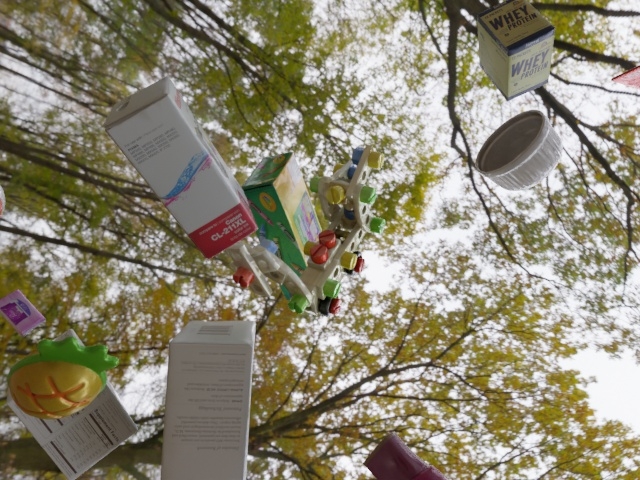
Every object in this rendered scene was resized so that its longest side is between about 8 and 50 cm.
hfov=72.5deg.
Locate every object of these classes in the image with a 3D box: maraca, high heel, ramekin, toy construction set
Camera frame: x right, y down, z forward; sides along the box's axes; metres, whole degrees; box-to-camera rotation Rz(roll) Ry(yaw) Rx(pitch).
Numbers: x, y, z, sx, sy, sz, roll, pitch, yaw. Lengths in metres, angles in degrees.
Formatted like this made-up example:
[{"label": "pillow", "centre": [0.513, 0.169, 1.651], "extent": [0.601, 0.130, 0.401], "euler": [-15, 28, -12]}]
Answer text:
[{"label": "maraca", "centre": [-0.373, 0.195, 0.634], "extent": [0.185, 0.127, 0.099], "euler": [-43, -140, 28]}, {"label": "high heel", "centre": [0.096, 0.544, 0.784], "extent": [0.181, 0.127, 0.377], "euler": [40, -68, 34]}, {"label": "ramekin", "centre": [0.526, -0.228, 1.148], "extent": [0.207, 0.109, 0.207], "euler": [-47, -161, 22]}, {"label": "toy construction set", "centre": [0.000, 0.000, 0.747], "extent": [0.151, 0.215, 0.327], "euler": [30, -124, 33]}]

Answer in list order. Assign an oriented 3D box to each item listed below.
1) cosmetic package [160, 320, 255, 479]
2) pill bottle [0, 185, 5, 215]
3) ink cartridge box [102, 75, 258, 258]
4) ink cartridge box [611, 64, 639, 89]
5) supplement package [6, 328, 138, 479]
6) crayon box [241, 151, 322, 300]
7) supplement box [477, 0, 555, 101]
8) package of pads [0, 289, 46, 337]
[{"label": "cosmetic package", "centre": [-0.215, 0.368, 0.861], "extent": [0.217, 0.156, 0.386], "euler": [-167, -101, -83]}, {"label": "pill bottle", "centre": [-0.383, 0.010, 0.396], "extent": [0.108, 0.108, 0.194], "euler": [-39, -142, 30]}, {"label": "ink cartridge box", "centre": [-0.154, -0.086, 0.502], "extent": [0.072, 0.175, 0.127], "euler": [-30, -147, -1]}, {"label": "ink cartridge box", "centre": [0.577, -0.224, 0.553], "extent": [0.275, 0.238, 0.060], "euler": [-20, -106, 60]}, {"label": "supplement package", "centre": [-0.531, 0.331, 0.931], "extent": [0.261, 0.145, 0.204], "euler": [1, -59, 55]}, {"label": "crayon box", "centre": [-0.067, -0.030, 0.953], "extent": [0.081, 0.279, 0.165], "euler": [-10, -150, 18]}, {"label": "supplement box", "centre": [0.243, -0.242, 0.551], "extent": [0.056, 0.083, 0.083], "euler": [-24, -124, 9]}, {"label": "package of pads", "centre": [-0.592, 0.144, 0.861], "extent": [0.083, 0.050, 0.032], "euler": [48, -40, -2]}]
